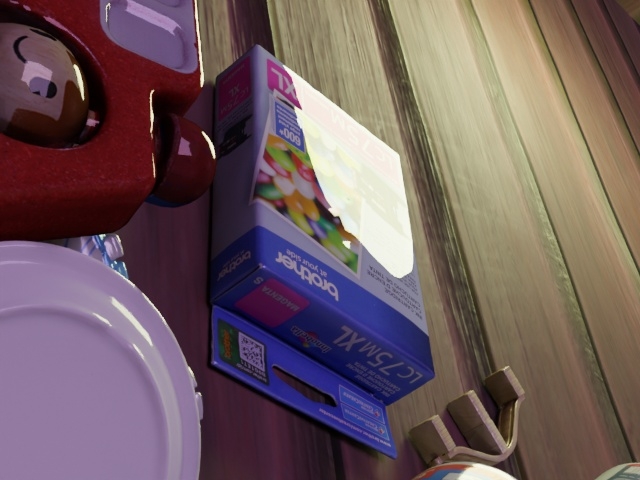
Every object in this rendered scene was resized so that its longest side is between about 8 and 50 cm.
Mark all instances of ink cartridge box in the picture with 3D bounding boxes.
[{"bbox_3d":[0.000,0.000,0.832,0.186,0.065,0.311,34,36,-32],"label":"ink cartridge box"}]

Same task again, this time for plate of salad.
[{"bbox_3d":[-0.139,0.100,0.480,0.200,0.048,0.199,5,83,-44],"label":"plate of salad"}]

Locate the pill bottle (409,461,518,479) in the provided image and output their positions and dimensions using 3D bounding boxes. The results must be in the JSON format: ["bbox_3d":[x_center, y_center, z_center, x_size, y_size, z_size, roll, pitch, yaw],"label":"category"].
[{"bbox_3d":[0.051,0.216,0.603,0.124,0.124,0.221,59,28,9],"label":"pill bottle"}]

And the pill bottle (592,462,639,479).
[{"bbox_3d":[0.238,0.250,0.865,0.180,0.108,0.108,-3,61,-57],"label":"pill bottle"}]

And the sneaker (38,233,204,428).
[{"bbox_3d":[-0.140,0.042,0.567,0.190,0.071,0.083,56,34,3],"label":"sneaker"}]

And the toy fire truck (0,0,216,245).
[{"bbox_3d":[-0.167,-0.121,0.547,0.254,0.169,0.302,18,43,-32],"label":"toy fire truck"}]

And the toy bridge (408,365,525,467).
[{"bbox_3d":[0.133,0.158,0.892,0.063,0.026,0.188,60,29,8],"label":"toy bridge"}]
